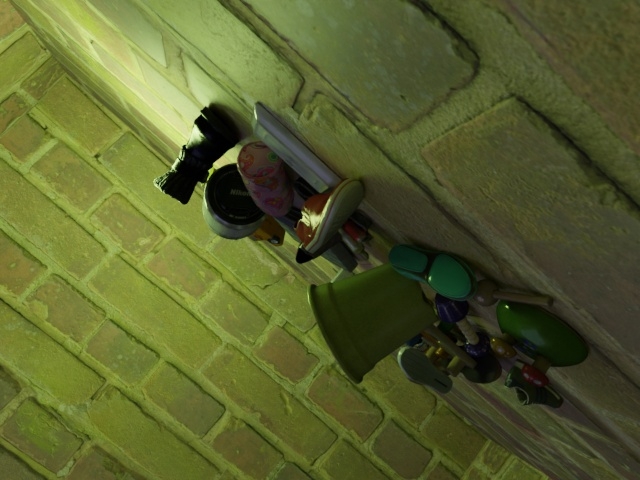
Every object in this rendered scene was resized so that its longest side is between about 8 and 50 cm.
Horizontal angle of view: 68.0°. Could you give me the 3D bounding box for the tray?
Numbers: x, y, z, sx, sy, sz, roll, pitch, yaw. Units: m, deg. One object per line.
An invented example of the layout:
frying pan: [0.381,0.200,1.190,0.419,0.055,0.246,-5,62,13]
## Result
tray: [-0.062,-0.197,1.100,0.270,0.030,0.145,42,171,-7]

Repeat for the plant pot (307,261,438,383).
plant pot: [0.142,0.176,1.196,0.276,0.253,0.276,59,-172,-13]

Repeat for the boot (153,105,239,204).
boot: [-0.374,-0.236,1.404,0.131,0.260,0.348,42,170,-8]

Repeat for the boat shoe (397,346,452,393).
boat shoe: [0.293,0.381,1.403,0.226,0.083,0.076,43,170,-23]

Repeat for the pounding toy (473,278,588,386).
pounding toy: [0.387,0.192,0.912,0.237,0.110,0.183,45,169,-28]

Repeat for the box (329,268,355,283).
box: [0.102,0.171,1.916,0.101,0.087,0.102,40,171,0]

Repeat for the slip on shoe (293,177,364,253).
slip on shoe: [0.005,-0.062,1.089,0.101,0.123,0.331,48,158,3]

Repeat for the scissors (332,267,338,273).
scissors: [0.167,0.220,2.096,0.297,0.021,0.109,47,170,-28]

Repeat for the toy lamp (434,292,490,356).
toy lamp: [0.355,0.204,1.182,0.080,0.080,0.275,29,167,48]

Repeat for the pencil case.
pencil case: [-0.143,-0.164,1.304,0.124,0.124,0.284,38,170,14]

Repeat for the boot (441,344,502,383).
boot: [0.488,0.378,1.459,0.115,0.112,0.305,16,172,-7]

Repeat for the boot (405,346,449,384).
boot: [0.418,0.528,2.044,0.248,0.090,0.207,4,-167,-29]

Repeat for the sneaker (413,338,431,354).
sneaker: [0.410,0.430,1.961,0.185,0.069,0.084,43,175,-19]

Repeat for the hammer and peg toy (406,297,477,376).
hammer and peg toy: [0.289,0.246,1.456,0.361,0.127,0.266,41,172,-3]

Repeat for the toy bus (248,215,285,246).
toy bus: [-0.274,-0.086,1.893,0.130,0.108,0.332,-8,151,30]

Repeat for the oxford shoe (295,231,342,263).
oxford shoe: [0.000,0.000,1.384,0.097,0.098,0.271,39,149,1]

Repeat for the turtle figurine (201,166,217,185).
turtle figurine: [-0.359,-0.216,1.928,0.217,0.087,0.269,29,163,-28]

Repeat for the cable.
cable: [0.028,-0.067,1.213,0.287,0.072,0.139,38,164,12]

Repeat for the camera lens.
camera lens: [-0.285,-0.124,1.604,0.219,0.219,0.274,41,162,-5]

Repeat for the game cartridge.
game cartridge: [-0.036,-0.024,1.675,0.355,0.068,0.230,29,169,46]

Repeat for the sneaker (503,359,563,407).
sneaker: [0.560,0.407,1.267,0.192,0.086,0.064,43,169,-17]

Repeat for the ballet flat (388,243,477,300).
ballet flat: [0.250,0.064,1.001,0.087,0.083,0.247,18,-175,-35]
